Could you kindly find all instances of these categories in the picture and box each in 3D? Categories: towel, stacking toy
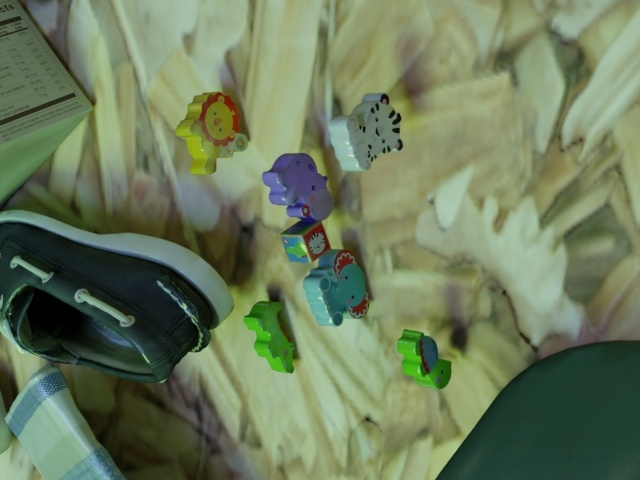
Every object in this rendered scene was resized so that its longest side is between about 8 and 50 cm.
[{"bbox_3d":[-0.164,0.235,1.133,0.285,0.034,0.209,54,156,4],"label":"towel"},{"bbox_3d":[0.000,0.000,0.944,0.167,0.052,0.221,4,120,44],"label":"stacking toy"}]

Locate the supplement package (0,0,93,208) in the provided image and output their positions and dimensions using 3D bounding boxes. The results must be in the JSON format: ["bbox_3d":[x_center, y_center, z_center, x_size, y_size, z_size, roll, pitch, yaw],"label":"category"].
[{"bbox_3d":[-0.348,-0.065,1.065,0.262,0.204,0.145,-38,85,41],"label":"supplement package"}]

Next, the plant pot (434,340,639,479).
[{"bbox_3d":[0.165,0.239,0.814,0.293,0.235,0.293,15,118,30],"label":"plant pot"}]

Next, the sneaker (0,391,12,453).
[{"bbox_3d":[-0.455,0.165,1.281,0.350,0.148,0.131,0,111,39],"label":"sneaker"}]

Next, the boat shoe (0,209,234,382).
[{"bbox_3d":[-0.203,0.046,1.060,0.302,0.091,0.114,0,132,45],"label":"boat shoe"}]
